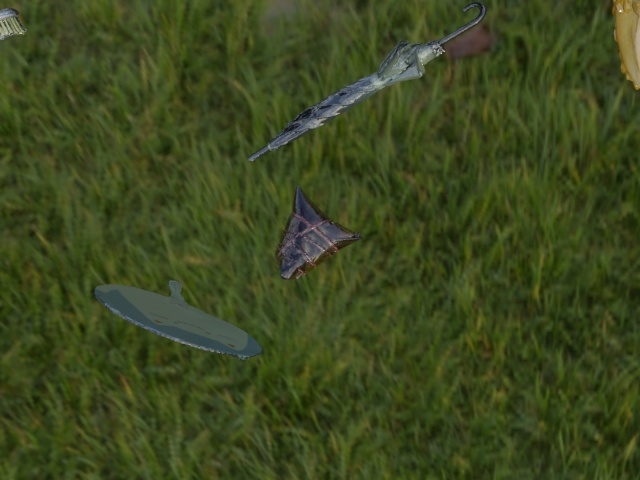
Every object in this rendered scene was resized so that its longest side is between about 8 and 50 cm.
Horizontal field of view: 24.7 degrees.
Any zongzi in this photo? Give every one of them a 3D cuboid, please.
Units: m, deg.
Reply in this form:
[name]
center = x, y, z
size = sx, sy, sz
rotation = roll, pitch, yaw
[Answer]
[zongzi]
center = 0.000, 0.000, 1.336
size = 0.073, 0.067, 0.083
rotation = 19, 95, -2

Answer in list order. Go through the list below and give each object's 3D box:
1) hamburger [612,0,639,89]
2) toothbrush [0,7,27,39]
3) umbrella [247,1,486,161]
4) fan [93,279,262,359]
[hamburger]
center = 0.449, -0.225, 1.373
size = 0.330, 0.330, 0.250
rotation = -31, 34, -4
[toothbrush]
center = -0.550, -0.191, 1.787
size = 0.413, 0.035, 0.042
rotation = -29, 81, -20
[umbrella]
center = 0.039, -0.136, 1.328
size = 0.269, 0.044, 0.044
rotation = -33, 44, 20
[fan]
center = -0.093, 0.045, 0.950
size = 0.113, 0.175, 0.005
rotation = 20, 97, -10
